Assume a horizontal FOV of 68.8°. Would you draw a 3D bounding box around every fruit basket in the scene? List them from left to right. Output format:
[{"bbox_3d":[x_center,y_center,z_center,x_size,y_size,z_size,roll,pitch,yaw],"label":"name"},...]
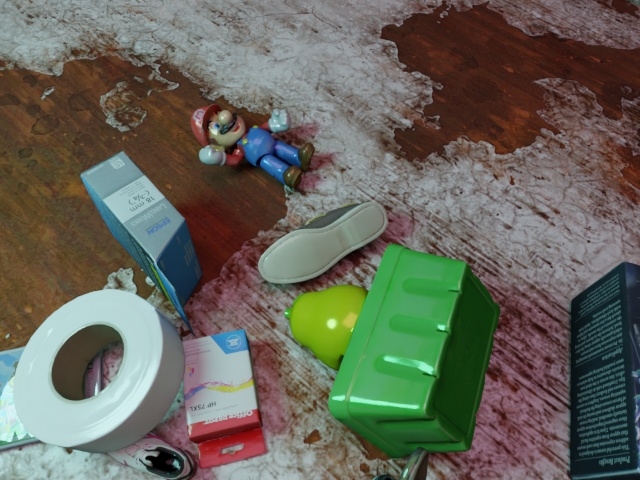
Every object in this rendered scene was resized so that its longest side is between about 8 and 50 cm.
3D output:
[{"bbox_3d":[0.120,0.202,0.928,0.392,0.283,0.392,-29,35,23],"label":"fruit basket"}]

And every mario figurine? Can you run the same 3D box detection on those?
[{"bbox_3d":[-0.181,-0.258,1.182,0.320,0.170,0.198,24,27,2],"label":"mario figurine"}]

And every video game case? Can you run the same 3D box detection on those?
[{"bbox_3d":[-0.545,0.296,0.930,0.212,0.023,0.193,-11,61,-9],"label":"video game case"}]

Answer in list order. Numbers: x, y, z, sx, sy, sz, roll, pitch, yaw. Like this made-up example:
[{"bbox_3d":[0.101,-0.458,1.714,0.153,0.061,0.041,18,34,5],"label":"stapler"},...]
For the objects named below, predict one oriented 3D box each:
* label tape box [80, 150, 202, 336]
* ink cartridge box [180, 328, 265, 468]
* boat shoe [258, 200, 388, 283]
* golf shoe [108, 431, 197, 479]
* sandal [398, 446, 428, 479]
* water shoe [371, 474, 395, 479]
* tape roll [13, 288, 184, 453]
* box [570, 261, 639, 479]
[{"bbox_3d":[-0.337,0.011,0.983,0.106,0.241,0.333,-37,69,-23],"label":"label tape box"},{"bbox_3d":[-0.191,0.304,0.911,0.134,0.078,0.231,-11,61,-8],"label":"ink cartridge box"},{"bbox_3d":[0.000,0.000,1.089,0.324,0.096,0.117,-28,105,-14],"label":"boat shoe"},{"bbox_3d":[-0.317,0.385,0.855,0.186,0.086,0.068,15,61,7],"label":"golf shoe"},{"bbox_3d":[0.179,0.497,0.766,0.086,0.120,0.303,-7,80,26],"label":"sandal"},{"bbox_3d":[0.103,0.515,0.803,0.072,0.080,0.203,4,60,-1],"label":"water shoe"},{"bbox_3d":[-0.404,0.237,0.869,0.286,0.100,0.286,-5,58,9],"label":"tape roll"},{"bbox_3d":[0.672,0.284,0.891,0.293,0.212,0.396,14,61,5],"label":"box"}]
